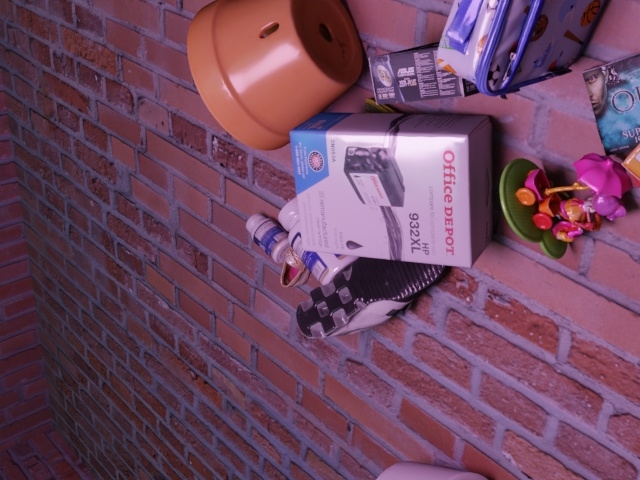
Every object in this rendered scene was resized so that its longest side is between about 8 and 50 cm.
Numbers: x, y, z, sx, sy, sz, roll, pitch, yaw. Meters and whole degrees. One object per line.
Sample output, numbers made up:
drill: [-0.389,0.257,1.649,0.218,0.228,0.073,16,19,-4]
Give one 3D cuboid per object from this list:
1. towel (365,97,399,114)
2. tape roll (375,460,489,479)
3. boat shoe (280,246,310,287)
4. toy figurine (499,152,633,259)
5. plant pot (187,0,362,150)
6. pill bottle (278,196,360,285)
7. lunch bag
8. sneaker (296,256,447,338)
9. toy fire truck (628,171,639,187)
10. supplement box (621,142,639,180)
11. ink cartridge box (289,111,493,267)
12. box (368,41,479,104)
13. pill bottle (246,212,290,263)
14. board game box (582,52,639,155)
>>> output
towel: [0.092,-0.136,1.455,0.102,0.021,0.237,45,131,50]
tape roll: [0.218,0.556,1.506,0.169,0.246,0.246,-7,102,51]
boat shoe: [-0.049,0.041,1.727,0.063,0.059,0.170,42,136,30]
toy figurine: [0.371,-0.057,1.130,0.159,0.130,0.173,-15,117,49]
plant pot: [-0.063,-0.332,1.407,0.203,0.291,0.291,-21,91,36]
pill bottle: [0.000,0.000,1.604,0.187,0.112,0.112,52,140,21]
lunch bag: [0.273,-0.329,1.003,0.115,0.243,0.303,40,134,32]
sneaker: [0.118,0.093,1.521,0.330,0.146,0.122,-29,64,30]
toy fire truck: [0.508,-0.077,1.003,0.192,0.047,0.135,-33,80,51]
supplement box: [0.471,-0.159,0.935,0.080,0.078,0.233,47,124,13]
ink cartridge box: [0.120,-0.090,1.316,0.307,0.129,0.223,6,114,26]
box: [0.191,-0.265,1.213,0.180,0.147,0.077,6,113,50]
pill bottle: [-0.113,-0.008,1.774,0.120,0.067,0.067,42,136,30]
board game box: [0.446,-0.191,1.038,0.186,0.026,0.126,-12,99,52]
